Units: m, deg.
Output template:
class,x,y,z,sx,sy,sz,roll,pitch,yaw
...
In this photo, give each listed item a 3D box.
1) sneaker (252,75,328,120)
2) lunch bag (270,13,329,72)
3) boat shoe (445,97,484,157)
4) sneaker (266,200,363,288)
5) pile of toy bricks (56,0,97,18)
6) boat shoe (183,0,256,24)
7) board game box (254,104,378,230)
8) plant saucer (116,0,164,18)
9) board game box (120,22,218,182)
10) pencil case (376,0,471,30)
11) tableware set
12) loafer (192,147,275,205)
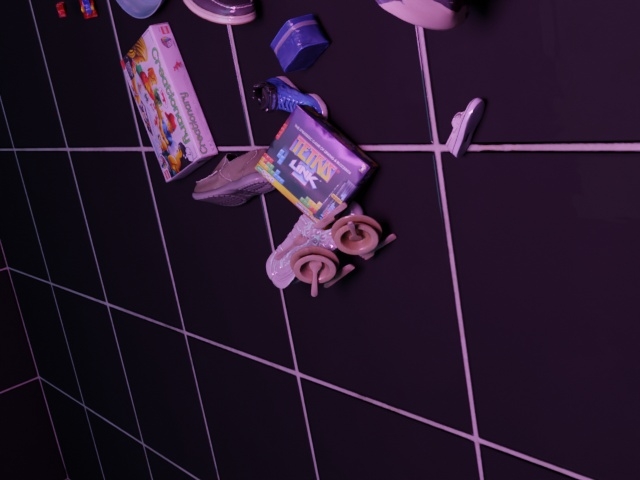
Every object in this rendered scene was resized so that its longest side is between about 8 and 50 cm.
class,x,y,z,sx,sy,sz,roll,pitch,yaw
sneaker,-0.061,-0.242,1.377,0.152,0.084,0.058,42,136,32
lunch bag,-0.039,-0.335,1.318,0.098,0.067,0.065,-37,76,54
boat shoe,0.203,-0.167,1.116,0.035,0.035,0.100,44,144,26
sneaker,0.000,0.000,1.427,0.235,0.094,0.090,-39,70,33
pile of toy bricks,-0.614,-0.653,1.898,0.105,0.118,0.212,-108,7,-60
boat shoe,-0.214,-0.492,1.443,0.285,0.102,0.092,48,145,36
board game box,-0.009,-0.125,1.328,0.170,0.048,0.141,42,115,13
plant saucer,-0.390,-0.637,1.649,0.317,0.043,0.318,28,129,43
board game box,-0.341,-0.302,1.741,0.193,0.053,0.306,-23,88,54
pencil case,0.176,-0.443,0.896,0.160,0.183,0.410,55,145,26
tableware set,0.024,0.023,1.328,0.194,0.128,0.039,-37,35,35
loafer,-0.172,-0.129,1.592,0.251,0.094,0.088,-12,73,45
